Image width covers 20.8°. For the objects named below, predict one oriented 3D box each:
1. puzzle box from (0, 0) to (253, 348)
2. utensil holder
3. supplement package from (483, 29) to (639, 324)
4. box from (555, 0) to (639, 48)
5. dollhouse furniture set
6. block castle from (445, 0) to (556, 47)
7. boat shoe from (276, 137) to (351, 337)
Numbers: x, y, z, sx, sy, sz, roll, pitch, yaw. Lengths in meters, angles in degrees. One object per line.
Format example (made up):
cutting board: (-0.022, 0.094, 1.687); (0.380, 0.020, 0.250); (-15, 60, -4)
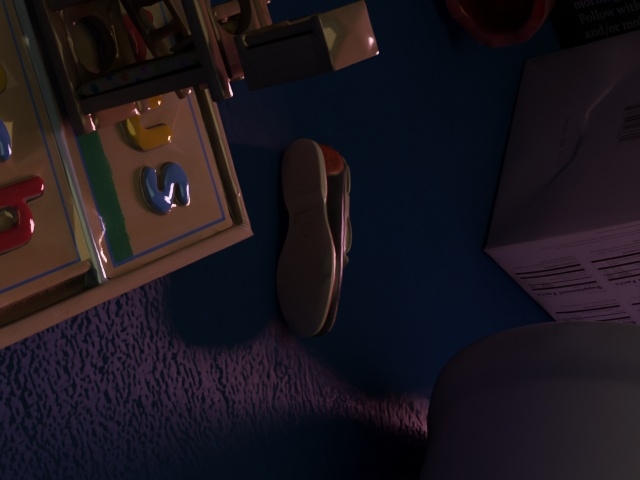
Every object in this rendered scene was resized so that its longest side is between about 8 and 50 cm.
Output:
puzzle box: (-0.185, -0.155, 0.949); (0.272, 0.052, 0.408); (-27, 103, -52)
utensil holder: (0.184, 0.298, 1.107); (0.327, 0.328, 0.385); (44, 53, -38)
supplement package: (0.262, -0.030, 1.416); (0.203, 0.149, 0.194); (42, 51, -38)
box: (0.377, -0.425, 1.535); (0.480, 0.297, 0.471); (-43, 117, -47)
dollhouse furniture set: (-0.034, -0.140, 0.948); (0.161, 0.182, 0.101); (-28, 104, -51)
block castle: (0.157, -0.381, 1.237); (0.213, 0.303, 0.453); (-44, 115, -47)
boat shoe: (0.000, 0.000, 1.159); (0.043, 0.049, 0.137); (22, 60, -50)
